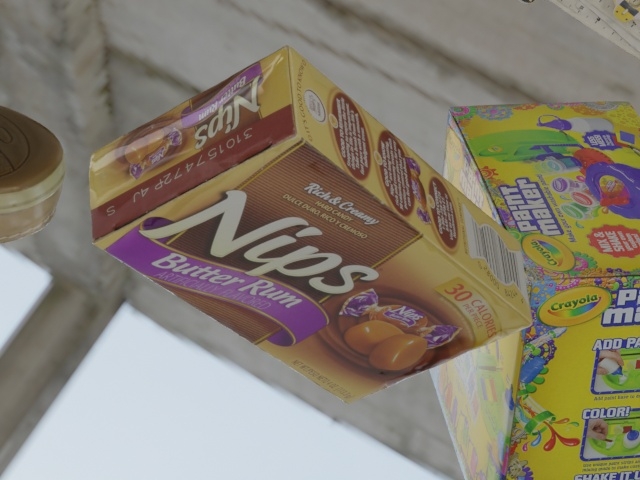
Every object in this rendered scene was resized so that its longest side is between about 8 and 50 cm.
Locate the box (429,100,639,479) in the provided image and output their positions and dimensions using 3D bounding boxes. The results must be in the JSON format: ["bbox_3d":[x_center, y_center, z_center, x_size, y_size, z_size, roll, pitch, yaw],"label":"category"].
[{"bbox_3d":[0.212,0.067,1.503,0.177,0.290,0.279,-3,-57,-9],"label":"box"}]

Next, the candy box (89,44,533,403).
[{"bbox_3d":[0.000,0.000,0.759,0.109,0.053,0.186,-25,-39,26],"label":"candy box"}]

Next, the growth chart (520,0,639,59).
[{"bbox_3d":[0.255,-0.195,1.267,0.237,0.021,0.172,28,-51,-6],"label":"growth chart"}]

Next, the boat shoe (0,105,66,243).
[{"bbox_3d":[-0.261,-0.013,0.937,0.302,0.109,0.098,0,-64,26],"label":"boat shoe"}]
